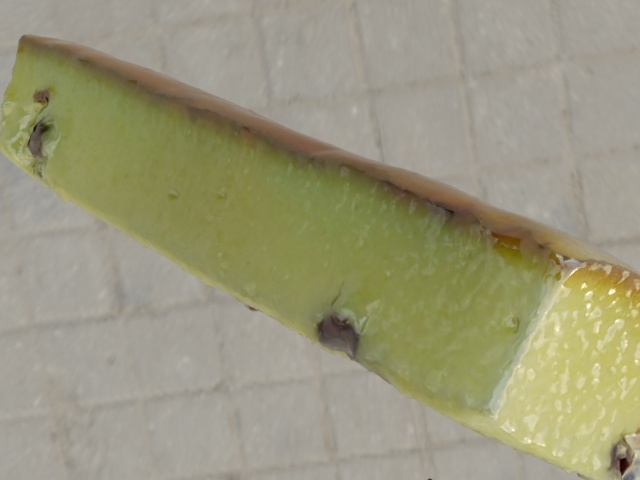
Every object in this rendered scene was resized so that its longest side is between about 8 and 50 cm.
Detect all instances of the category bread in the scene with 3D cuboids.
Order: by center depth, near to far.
[{"bbox_3d":[0.000,0.000,0.669,0.138,0.361,0.077,26,89,-42],"label":"bread"}]

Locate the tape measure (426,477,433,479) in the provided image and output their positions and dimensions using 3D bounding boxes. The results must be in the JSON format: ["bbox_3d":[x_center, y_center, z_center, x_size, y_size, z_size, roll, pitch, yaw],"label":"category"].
[{"bbox_3d":[-0.061,0.167,0.412,0.222,0.135,0.202,-7,83,-14],"label":"tape measure"}]
